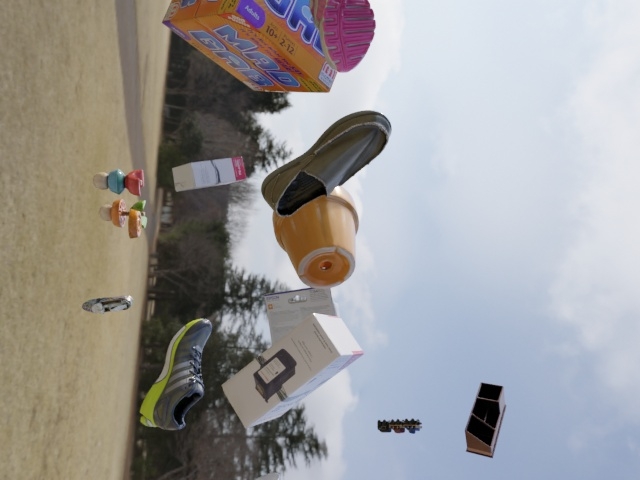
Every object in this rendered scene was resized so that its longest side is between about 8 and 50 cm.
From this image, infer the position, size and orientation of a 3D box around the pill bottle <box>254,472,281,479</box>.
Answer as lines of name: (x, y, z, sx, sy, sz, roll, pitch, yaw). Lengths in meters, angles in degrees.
pill bottle: (-0.080, 0.498, 0.852, 0.137, 0.078, 0.078, 69, -18, 1)

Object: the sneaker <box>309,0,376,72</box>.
sneaker: (0.035, -0.428, 0.895, 0.111, 0.102, 0.253, 152, -63, -72)

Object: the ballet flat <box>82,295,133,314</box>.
ballet flat: (-0.507, 0.156, 1.133, 0.041, 0.114, 0.041, 172, -90, -75)

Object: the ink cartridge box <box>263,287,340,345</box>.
ink cartridge box: (-0.046, 0.252, 1.398, 0.045, 0.223, 0.224, -3, 84, -68)

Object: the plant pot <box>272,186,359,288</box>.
plant pot: (0.000, 0.000, 1.085, 0.188, 0.204, 0.205, -104, -154, -47)

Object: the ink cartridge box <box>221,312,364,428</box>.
ink cartridge box: (-0.050, 0.257, 0.953, 0.100, 0.237, 0.172, 55, 9, 21)

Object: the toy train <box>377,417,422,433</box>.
toy train: (0.206, 0.490, 1.253, 0.158, 0.027, 0.036, -28, -132, 49)

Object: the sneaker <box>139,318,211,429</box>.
sneaker: (-0.347, 0.352, 1.247, 0.300, 0.121, 0.111, -70, 154, -18)

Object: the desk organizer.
desk organizer: (0.301, 0.323, 0.867, 0.130, 0.047, 0.050, -43, 126, -49)

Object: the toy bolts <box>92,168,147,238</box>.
toy bolts: (-0.697, -0.127, 1.633, 0.218, 0.158, 0.229, -109, -156, -61)

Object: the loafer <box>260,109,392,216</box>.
loafer: (0.014, -0.114, 0.787, 0.251, 0.094, 0.088, -35, -141, 17)

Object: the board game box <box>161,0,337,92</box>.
board game box: (-0.140, -0.660, 1.312, 0.356, 0.356, 0.357, 19, -95, 43)

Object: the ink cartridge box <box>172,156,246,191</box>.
ink cartridge box: (-0.285, -0.169, 1.213, 0.109, 0.150, 0.063, -2, -80, 49)
